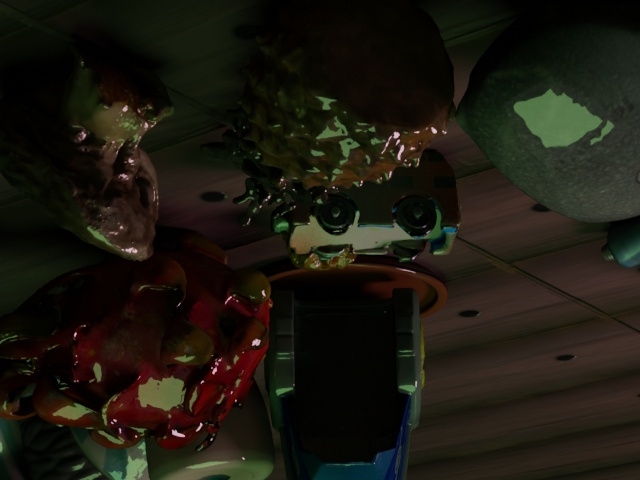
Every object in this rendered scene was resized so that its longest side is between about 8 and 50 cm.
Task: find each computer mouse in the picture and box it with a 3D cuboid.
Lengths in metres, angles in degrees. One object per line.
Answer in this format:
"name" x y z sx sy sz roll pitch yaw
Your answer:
"computer mouse" 0.268 -0.095 1.338 0.374 0.114 0.203 5 136 -44

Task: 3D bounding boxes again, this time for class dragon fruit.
"dragon fruit" -0.197 0.118 1.747 0.307 0.243 0.227 -41 155 -18

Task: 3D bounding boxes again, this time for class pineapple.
"pineapple" -0.016 -0.093 1.384 0.169 0.169 0.340 7 161 -21

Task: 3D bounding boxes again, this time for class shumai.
"shumai" -0.194 -0.084 1.410 0.161 0.209 0.153 24 104 -39

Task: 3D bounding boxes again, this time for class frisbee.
"frisbee" 0.028 0.066 1.960 0.251 0.021 0.251 -2 159 -1

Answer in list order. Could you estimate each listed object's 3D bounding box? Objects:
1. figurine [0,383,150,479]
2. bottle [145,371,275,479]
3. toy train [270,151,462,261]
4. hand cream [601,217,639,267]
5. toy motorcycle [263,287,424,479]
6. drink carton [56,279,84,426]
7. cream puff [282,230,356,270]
"figurine" -0.297 0.189 2.101 0.378 0.266 0.361 -43 115 14
"bottle" -0.140 0.170 1.922 0.148 0.236 0.147 -8 158 -3
"toy train" 0.045 -0.036 1.597 0.188 0.099 0.072 1 156 -5
"hand cream" 0.396 -0.023 1.739 0.224 0.048 0.083 -26 146 38
"toy motorcycle" 0.030 0.213 1.868 0.191 0.326 0.200 -2 157 0
"drink carton" -0.272 0.145 1.916 0.084 0.200 0.074 9 -161 -31
"cream puff" 0.000 0.000 1.748 0.083 0.083 0.058 16 114 -13
